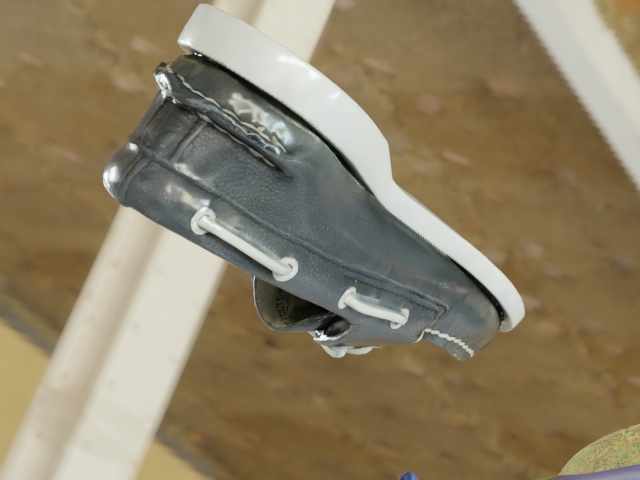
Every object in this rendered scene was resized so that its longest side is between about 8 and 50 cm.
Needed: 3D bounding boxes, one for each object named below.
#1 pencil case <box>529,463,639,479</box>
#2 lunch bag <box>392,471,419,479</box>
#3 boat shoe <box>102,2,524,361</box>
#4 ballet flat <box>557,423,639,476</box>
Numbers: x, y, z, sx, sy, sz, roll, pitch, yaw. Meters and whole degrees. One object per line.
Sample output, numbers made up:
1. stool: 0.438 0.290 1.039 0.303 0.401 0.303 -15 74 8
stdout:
1. pencil case: 0.120 0.108 0.408 0.119 0.133 0.306 -5 -8 -34
2. lunch bag: 0.023 0.152 0.762 0.065 0.098 0.067 -19 -46 6
3. boat shoe: 0.000 0.000 0.846 0.114 0.091 0.302 33 -5 38
4. ballet flat: 0.249 0.142 0.795 0.349 0.123 0.123 21 -19 31
